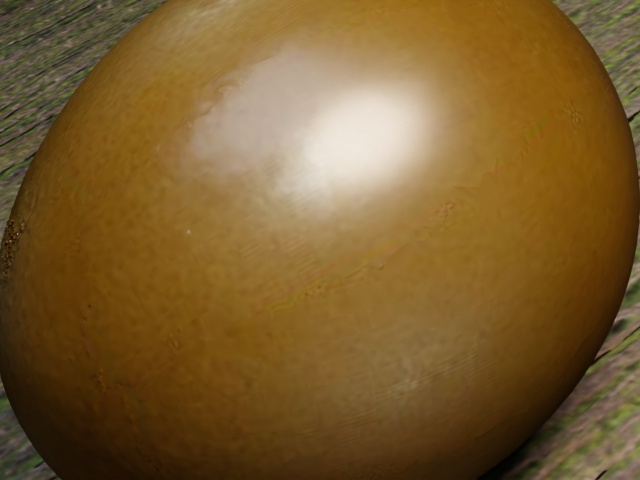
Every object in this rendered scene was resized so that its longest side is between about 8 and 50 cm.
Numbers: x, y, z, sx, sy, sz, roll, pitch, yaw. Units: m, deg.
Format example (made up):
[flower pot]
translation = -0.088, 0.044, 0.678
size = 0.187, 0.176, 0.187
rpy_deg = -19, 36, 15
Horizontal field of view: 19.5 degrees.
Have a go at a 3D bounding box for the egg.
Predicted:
[egg]
translation = 0.000, 0.000, 0.931
size = 0.351, 0.282, 0.282
rpy_deg = -34, 32, -22
